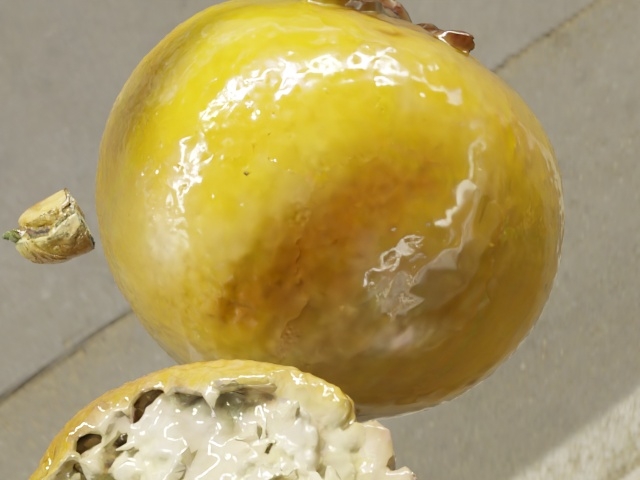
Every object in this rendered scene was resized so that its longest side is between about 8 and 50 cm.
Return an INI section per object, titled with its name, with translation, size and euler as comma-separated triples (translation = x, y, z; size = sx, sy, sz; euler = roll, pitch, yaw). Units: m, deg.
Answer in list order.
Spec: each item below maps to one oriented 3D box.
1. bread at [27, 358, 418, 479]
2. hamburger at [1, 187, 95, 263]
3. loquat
[bread]
translation = -0.045, 0.199, 0.848
size = 0.274, 0.149, 0.274
euler = -3, 80, 20
[hamburger]
translation = -0.339, -0.004, 1.966
size = 0.102, 0.176, 0.087
euler = -34, 102, -7
[loquat]
translation = 0.000, 0.000, 1.082
size = 0.328, 0.328, 0.359
euler = 19, 94, 17
